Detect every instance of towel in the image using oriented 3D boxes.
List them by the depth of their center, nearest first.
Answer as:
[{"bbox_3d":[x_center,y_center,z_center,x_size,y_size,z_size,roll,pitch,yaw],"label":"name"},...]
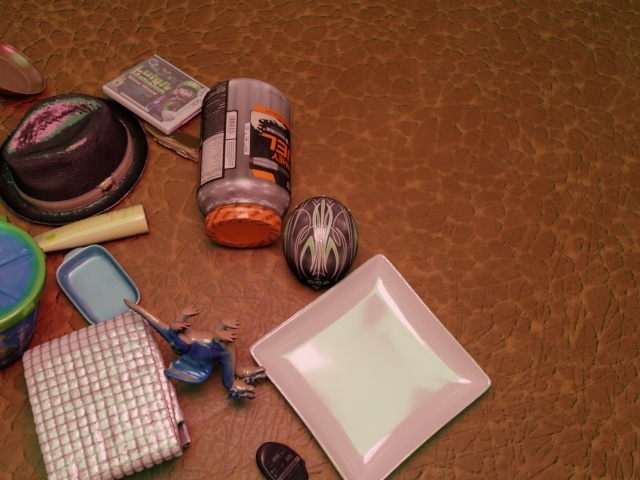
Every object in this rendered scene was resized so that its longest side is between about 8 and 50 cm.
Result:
[{"bbox_3d":[-0.383,0.294,1.121,0.235,0.121,0.283,-20,69,-14],"label":"towel"}]

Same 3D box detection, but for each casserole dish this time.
[{"bbox_3d":[-0.443,0.095,1.241,0.114,0.037,0.188,-39,76,-19],"label":"casserole dish"}]

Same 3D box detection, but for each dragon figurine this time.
[{"bbox_3d":[-0.230,0.202,1.118,0.289,0.144,0.085,15,23,-8],"label":"dragon figurine"}]

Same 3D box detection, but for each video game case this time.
[{"bbox_3d":[-0.363,-0.337,1.410,0.190,0.022,0.173,33,52,10],"label":"video game case"}]

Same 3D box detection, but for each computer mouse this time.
[{"bbox_3d":[-0.027,0.464,1.127,0.242,0.041,0.071,46,54,8],"label":"computer mouse"}]

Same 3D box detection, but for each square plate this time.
[{"bbox_3d":[0.097,0.251,1.216,0.344,0.049,0.347,-35,74,-18],"label":"square plate"}]

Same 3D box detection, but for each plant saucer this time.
[{"bbox_3d":[-0.711,-0.380,1.363,0.036,0.198,0.198,-46,74,22],"label":"plant saucer"}]

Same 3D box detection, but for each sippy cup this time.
[{"bbox_3d":[-0.607,0.116,1.099,0.240,0.224,0.305,33,49,8],"label":"sippy cup"}]

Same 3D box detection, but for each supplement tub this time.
[{"bbox_3d":[-0.157,-0.157,1.286,0.194,0.193,0.316,0,68,-5],"label":"supplement tub"}]

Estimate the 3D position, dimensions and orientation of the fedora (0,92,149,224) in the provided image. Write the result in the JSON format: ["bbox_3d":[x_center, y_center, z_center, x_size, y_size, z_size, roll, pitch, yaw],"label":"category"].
[{"bbox_3d":[-0.536,-0.201,1.293,0.334,0.152,0.334,2,67,-4],"label":"fedora"}]

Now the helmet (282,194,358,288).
[{"bbox_3d":[0.000,0.000,1.244,0.169,0.161,0.169,2,54,-3],"label":"helmet"}]

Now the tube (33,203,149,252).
[{"bbox_3d":[-0.477,-0.018,1.267,0.240,0.070,0.062,-15,72,-11],"label":"tube"}]

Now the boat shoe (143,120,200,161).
[{"bbox_3d":[-0.328,-0.225,1.382,0.153,0.048,0.056,26,51,9],"label":"boat shoe"}]
